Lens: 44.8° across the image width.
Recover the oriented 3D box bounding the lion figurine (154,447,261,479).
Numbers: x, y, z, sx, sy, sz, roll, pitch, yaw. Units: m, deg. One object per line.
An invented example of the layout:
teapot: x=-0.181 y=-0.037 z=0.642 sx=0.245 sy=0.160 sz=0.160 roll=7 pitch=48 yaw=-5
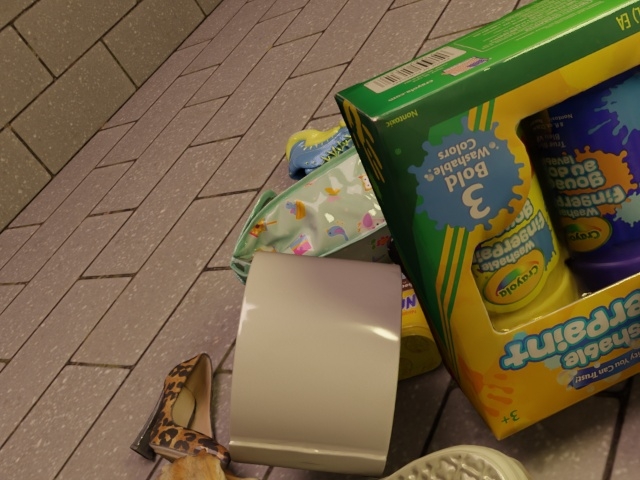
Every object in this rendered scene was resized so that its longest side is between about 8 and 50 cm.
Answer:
lion figurine: x=-0.142 y=0.418 z=0.757 sx=0.240 sy=0.142 sz=0.391 roll=-175 pitch=98 yaw=-72

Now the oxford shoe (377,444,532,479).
oxford shoe: x=0.042 y=0.330 z=0.808 sx=0.449 sy=0.130 sz=0.169 roll=-32 pitch=58 yaw=31

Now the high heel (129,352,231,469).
high heel: x=-0.174 y=0.245 z=1.145 sx=0.261 sy=0.093 sz=0.186 roll=-7 pitch=45 yaw=52

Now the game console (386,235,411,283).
game console: x=0.280 y=0.006 z=0.991 sx=0.293 sy=0.250 sz=0.173 roll=-40 pitch=4 yaw=-10

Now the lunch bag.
lunch bag: x=0.000 y=0.000 z=1.183 sx=0.262 sy=0.223 sz=0.160 roll=-31 pitch=71 yaw=1

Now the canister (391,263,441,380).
canister: x=0.106 y=0.110 z=1.095 sx=0.126 sy=0.073 sz=0.169 roll=-21 pitch=31 yaw=20

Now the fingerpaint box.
fingerpaint box: x=0.295 y=-0.064 z=0.793 sx=0.445 sy=0.371 sz=0.163 roll=-25 pitch=23 yaw=-2

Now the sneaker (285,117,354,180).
sneaker: x=0.034 y=-0.174 z=1.577 sx=0.240 sy=0.091 sz=0.126 roll=-12 pitch=55 yaw=32

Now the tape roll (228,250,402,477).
tape roll: x=-0.002 y=0.139 z=0.892 sx=0.169 sy=0.246 sz=0.246 roll=5 pitch=38 yaw=1
